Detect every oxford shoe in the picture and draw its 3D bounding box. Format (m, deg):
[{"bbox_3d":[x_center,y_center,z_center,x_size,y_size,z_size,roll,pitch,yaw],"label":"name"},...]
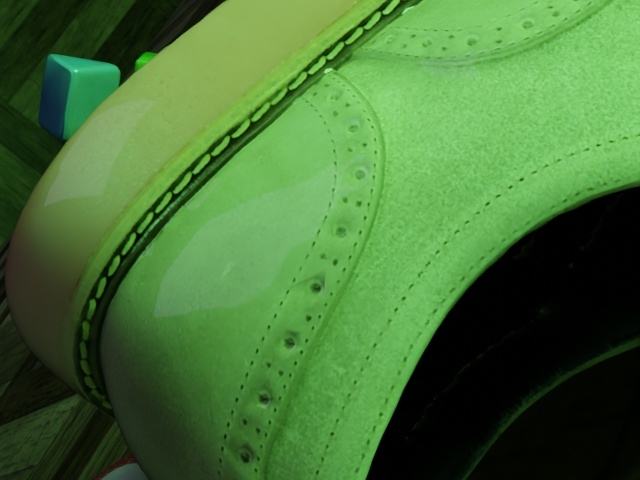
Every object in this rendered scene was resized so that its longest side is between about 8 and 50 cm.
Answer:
[{"bbox_3d":[0.107,-0.060,0.395,0.397,0.140,0.146,-43,56,-3],"label":"oxford shoe"}]

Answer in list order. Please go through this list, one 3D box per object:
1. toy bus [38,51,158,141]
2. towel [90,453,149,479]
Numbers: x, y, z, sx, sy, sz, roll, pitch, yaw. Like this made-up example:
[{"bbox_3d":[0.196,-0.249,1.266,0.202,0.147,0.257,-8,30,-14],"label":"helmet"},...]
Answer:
[{"bbox_3d":[-0.011,0.000,0.569,0.191,0.202,0.104,-125,43,-68],"label":"toy bus"},{"bbox_3d":[-0.159,0.224,0.518,0.237,0.037,0.329,-36,20,12],"label":"towel"}]
